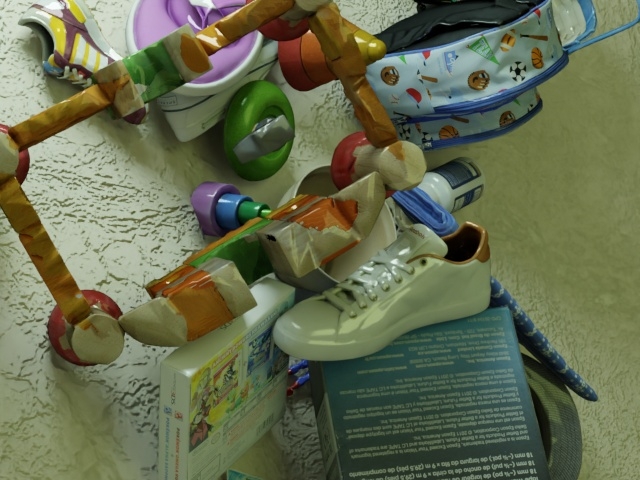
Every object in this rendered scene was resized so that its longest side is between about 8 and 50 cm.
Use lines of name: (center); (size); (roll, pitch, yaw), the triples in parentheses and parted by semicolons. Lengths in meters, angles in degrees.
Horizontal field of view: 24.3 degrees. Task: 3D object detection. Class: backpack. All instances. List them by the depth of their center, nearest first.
backpack: (0.197, -0.241, 2.020); (0.276, 0.263, 0.213); (-44, 112, -43)

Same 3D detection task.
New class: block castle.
block castle: (-0.137, -0.080, 1.613); (0.453, 0.213, 0.303); (-30, 98, -11)

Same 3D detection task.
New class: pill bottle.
pill bottle: (0.169, -0.068, 2.051); (0.120, 0.067, 0.067); (-26, 88, -44)

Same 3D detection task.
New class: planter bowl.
planter bowl: (0.000, 0.000, 1.851); (0.162, 0.109, 0.162); (18, 59, -33)

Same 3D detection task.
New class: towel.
towel: (0.216, 0.052, 1.916); (0.040, 0.243, 0.336); (-42, 115, 1)

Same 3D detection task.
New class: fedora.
fedora: (0.177, 0.251, 1.862); (0.275, 0.124, 0.243); (5, 63, -20)

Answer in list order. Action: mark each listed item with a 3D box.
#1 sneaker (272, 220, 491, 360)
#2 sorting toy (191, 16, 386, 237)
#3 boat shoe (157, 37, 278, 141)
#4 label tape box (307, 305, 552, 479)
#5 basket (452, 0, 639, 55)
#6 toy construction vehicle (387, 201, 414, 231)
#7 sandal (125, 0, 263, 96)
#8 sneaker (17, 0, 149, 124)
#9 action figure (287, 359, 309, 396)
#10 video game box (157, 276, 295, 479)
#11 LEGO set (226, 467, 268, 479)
sneaker: (0.070, 0.044, 1.670); (0.290, 0.106, 0.123); (-18, 124, -32)
sorting toy: (-0.024, -0.150, 1.840); (0.365, 0.126, 0.127); (-61, 141, -27)
boat shoe: (-0.124, -0.192, 1.872); (0.226, 0.083, 0.076); (-35, 121, -43)
label tape box: (0.128, 0.253, 1.694); (0.241, 0.106, 0.333); (-4, 63, -12)
basket: (0.316, -0.376, 2.160); (0.201, 0.289, 0.254); (-30, 90, -43)
toy construction vehicle: (0.103, -0.004, 1.993); (0.086, 0.035, 0.098); (-27, 97, -43)
sandal: (-0.126, -0.330, 1.863); (0.169, 0.102, 0.416); (19, 43, 4)
sneaker: (-0.280, -0.203, 1.750); (0.084, 0.069, 0.185); (-38, 92, -32)
action figure: (-0.007, 0.154, 1.832); (0.115, 0.030, 0.038); (-30, 86, -45)
video game box: (-0.104, 0.166, 1.645); (0.048, 0.187, 0.205); (24, 36, 23)
LEGO set: (-0.067, 0.361, 1.691); (0.244, 0.060, 0.182); (24, 45, -31)
